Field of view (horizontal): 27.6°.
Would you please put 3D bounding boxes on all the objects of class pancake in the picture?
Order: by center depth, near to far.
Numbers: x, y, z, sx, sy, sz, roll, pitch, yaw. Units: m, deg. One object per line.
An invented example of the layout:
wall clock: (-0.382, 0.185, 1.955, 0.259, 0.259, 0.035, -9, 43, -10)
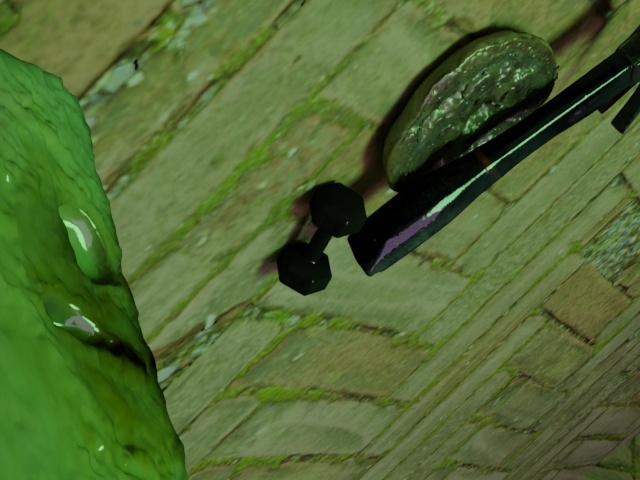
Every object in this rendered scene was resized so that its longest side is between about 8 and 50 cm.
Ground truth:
pancake: (0.102, -0.087, 0.910, 0.158, 0.028, 0.158, -32, 156, -17)

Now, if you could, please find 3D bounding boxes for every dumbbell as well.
dumbbell: (0.000, 0.000, 0.892, 0.036, 0.040, 0.083, 12, 132, -22)

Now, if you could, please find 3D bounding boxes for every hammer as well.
hammer: (0.140, -0.067, 0.922, 0.290, 0.037, 0.137, -36, 158, -8)

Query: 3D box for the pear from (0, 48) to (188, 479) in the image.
pear: (-0.176, 0.037, 0.411, 0.176, 0.286, 0.282, -24, 159, 8)
